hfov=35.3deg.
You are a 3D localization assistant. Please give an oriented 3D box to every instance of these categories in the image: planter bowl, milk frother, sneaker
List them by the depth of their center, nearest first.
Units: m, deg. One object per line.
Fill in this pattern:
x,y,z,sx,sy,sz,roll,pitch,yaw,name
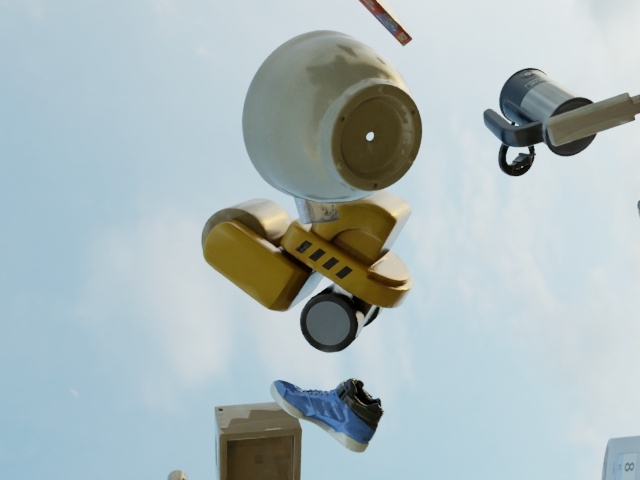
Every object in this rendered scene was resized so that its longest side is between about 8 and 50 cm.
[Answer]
0.025,-0.103,0.913,0.162,0.109,0.162,-11,-68,-28,planter bowl
0.012,0.204,1.317,0.085,0.152,0.058,-63,-14,15,sneaker
0.307,-0.144,1.390,0.129,0.135,0.143,-34,-58,0,milk frother

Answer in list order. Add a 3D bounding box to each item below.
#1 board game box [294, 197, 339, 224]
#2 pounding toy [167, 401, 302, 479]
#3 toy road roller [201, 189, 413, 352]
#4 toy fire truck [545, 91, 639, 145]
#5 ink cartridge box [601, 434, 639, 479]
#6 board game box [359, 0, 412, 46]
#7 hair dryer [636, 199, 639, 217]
-0.011,-0.070,1.457,0.090,0.020,0.090,-7,-100,-62,board game box
-0.139,0.352,1.571,0.206,0.094,0.181,-2,-67,-10,pounding toy
0.000,0.000,1.612,0.241,0.329,0.202,-60,-10,17,toy road roller
0.424,-0.103,1.237,0.158,0.246,0.217,-38,-43,-30,toy fire truck
0.572,0.296,1.163,0.308,0.385,0.091,23,-115,-20,ink cartridge box
0.062,-0.474,1.816,0.027,0.145,0.281,-36,-42,18,board game box
0.712,-0.079,1.773,0.224,0.293,0.080,73,-157,-61,hair dryer
